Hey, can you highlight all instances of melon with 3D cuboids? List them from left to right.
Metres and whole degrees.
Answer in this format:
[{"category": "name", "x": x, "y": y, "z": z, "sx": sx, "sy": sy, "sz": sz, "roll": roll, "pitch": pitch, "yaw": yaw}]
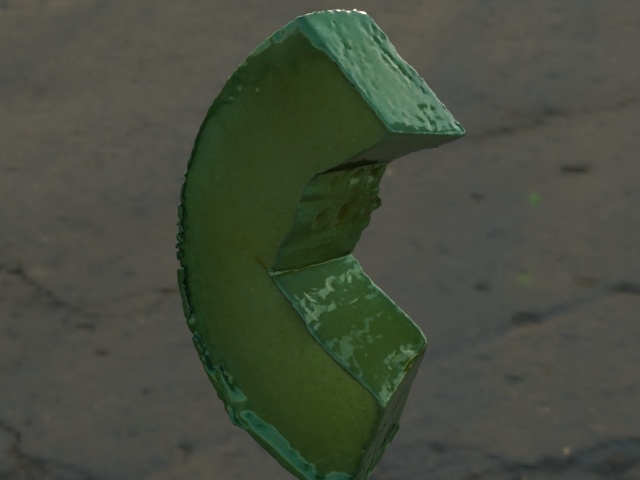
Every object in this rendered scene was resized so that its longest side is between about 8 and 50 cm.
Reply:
[{"category": "melon", "x": 0.000, "y": 0.000, "z": 0.770, "sx": 0.118, "sy": 0.209, "sz": 0.064, "roll": 25, "pitch": 28, "yaw": 22}]
